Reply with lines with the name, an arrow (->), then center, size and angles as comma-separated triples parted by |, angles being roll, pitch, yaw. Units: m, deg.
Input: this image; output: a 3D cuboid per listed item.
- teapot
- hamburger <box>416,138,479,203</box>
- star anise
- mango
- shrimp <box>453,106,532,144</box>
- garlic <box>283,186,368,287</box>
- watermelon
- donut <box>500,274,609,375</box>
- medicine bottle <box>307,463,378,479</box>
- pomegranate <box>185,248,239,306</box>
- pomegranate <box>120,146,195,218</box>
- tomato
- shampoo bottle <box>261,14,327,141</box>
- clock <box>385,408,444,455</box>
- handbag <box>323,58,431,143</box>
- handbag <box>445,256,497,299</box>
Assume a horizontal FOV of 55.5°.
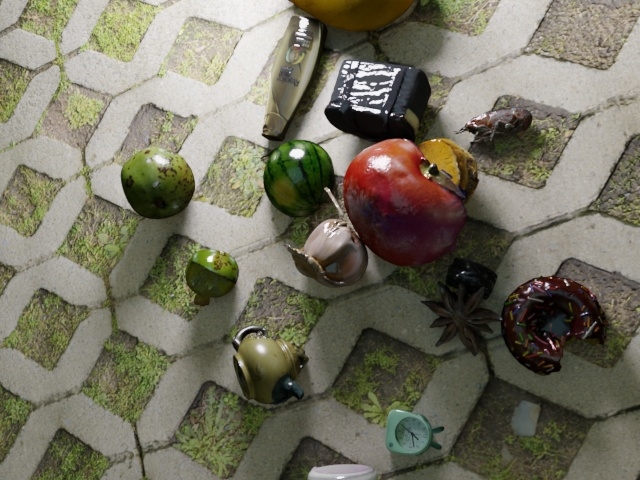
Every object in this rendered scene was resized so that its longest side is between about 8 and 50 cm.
teapot -> -0.126, 0.310, 1.561 | 0.182, 0.173, 0.269 | -18, 43, -19
hamburger -> 0.300, -0.156, 1.482 | 0.191, 0.118, 0.182 | 7, 101, 45
star anise -> 0.339, 0.179, 1.440 | 0.182, 0.065, 0.195 | -17, 92, 35
mango -> 0.059, -0.724, 1.635 | 0.445, 0.232, 0.300 | 22, 92, 29
shrimp -> 0.425, -0.285, 1.508 | 0.190, 0.075, 0.073 | -10, 97, 12
garlic -> 0.000, 0.000, 1.522 | 0.207, 0.207, 0.257 | -13, 93, 17
watermelon -> -0.073, -0.183, 1.635 | 0.204, 0.127, 0.232 | -23, 68, 18
donut -> 0.522, 0.182, 1.371 | 0.230, 0.096, 0.216 | -24, 73, 15
medicine bottle -> 0.058, 0.680, 1.408 | 0.170, 0.170, 0.293 | -7, 79, 18
pomegranate -> -0.299, 0.093, 1.673 | 0.122, 0.143, 0.169 | -95, 24, -45
pomegranate -> -0.466, -0.182, 1.753 | 0.214, 0.214, 0.248 | -30, 38, 12
tomato -> 0.162, -0.066, 1.437 | 0.335, 0.176, 0.290 | 52, 140, 24
shampoo bottle -> -0.083, -0.450, 1.709 | 0.125, 0.084, 0.350 | 18, 87, 20
clock -> 0.224, 0.463, 1.455 | 0.135, 0.041, 0.101 | 6, 82, 19
handbag -> 0.145, -0.344, 1.559 | 0.254, 0.181, 0.182 | 17, 79, 22
handbag -> 0.352, 0.072, 1.429 | 0.115, 0.139, 0.072 | 23, 76, 23
